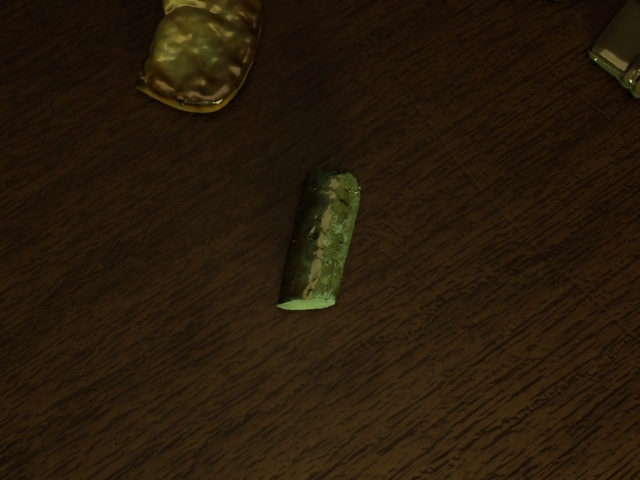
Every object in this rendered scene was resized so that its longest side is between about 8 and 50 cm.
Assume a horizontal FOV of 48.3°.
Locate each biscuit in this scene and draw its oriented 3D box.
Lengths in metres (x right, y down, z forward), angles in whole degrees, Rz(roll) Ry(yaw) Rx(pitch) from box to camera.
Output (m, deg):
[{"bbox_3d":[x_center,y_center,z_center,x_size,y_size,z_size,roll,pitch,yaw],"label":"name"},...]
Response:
[{"bbox_3d":[-0.152,-0.309,0.940,0.154,0.045,0.299,5,77,-1],"label":"biscuit"}]

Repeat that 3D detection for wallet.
[{"bbox_3d":[0.449,-0.247,0.967,0.152,0.039,0.118,41,76,9],"label":"wallet"}]

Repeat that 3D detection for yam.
[{"bbox_3d":[0.000,0.000,0.867,0.078,0.078,0.179,13,77,-1],"label":"yam"}]
